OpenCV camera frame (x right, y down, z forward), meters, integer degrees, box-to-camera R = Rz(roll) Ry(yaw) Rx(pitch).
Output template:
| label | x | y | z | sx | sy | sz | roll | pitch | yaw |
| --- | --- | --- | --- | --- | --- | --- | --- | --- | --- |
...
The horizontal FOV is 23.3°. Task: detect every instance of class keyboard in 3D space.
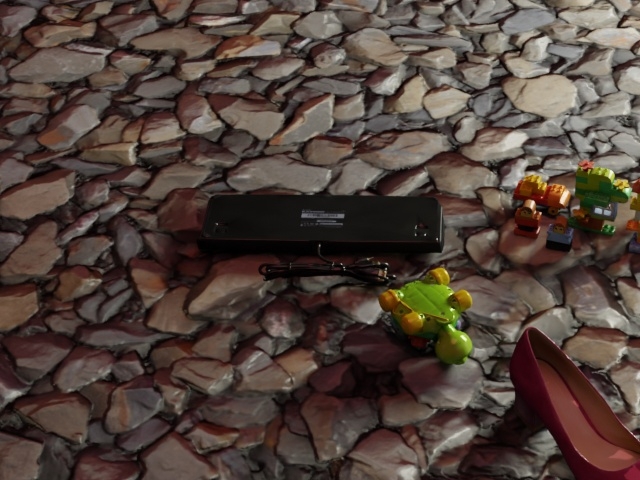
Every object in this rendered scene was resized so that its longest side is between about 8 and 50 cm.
| label | x | y | z | sx | sy | sz | roll | pitch | yaw |
| --- | --- | --- | --- | --- | --- | --- | --- | --- | --- |
| keyboard | 0.000 | 0.000 | 1.997 | 0.317 | 0.033 | 0.201 | 0 | 32 | 6 |

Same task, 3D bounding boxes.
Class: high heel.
| label | x | y | z | sx | sy | sz | roll | pitch | yaw |
| --- | --- | --- | --- | --- | --- | --- | --- | --- | --- |
| high heel | 0.296 | 0.193 | 1.665 | 0.082 | 0.117 | 0.244 | -23 | 43 | -23 |

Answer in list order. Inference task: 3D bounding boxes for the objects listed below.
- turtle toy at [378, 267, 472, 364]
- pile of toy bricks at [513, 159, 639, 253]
| label | x | y | z | sx | sy | sz | roll | pitch | yaw |
| --- | --- | --- | --- | --- | --- | --- | --- | --- | --- |
| turtle toy | 0.133 | 0.095 | 1.839 | 0.095 | 0.066 | 0.130 | -23 | 43 | -20 |
| pile of toy bricks | 0.347 | -0.057 | 1.982 | 0.212 | 0.105 | 0.118 | 11 | 41 | 17 |
